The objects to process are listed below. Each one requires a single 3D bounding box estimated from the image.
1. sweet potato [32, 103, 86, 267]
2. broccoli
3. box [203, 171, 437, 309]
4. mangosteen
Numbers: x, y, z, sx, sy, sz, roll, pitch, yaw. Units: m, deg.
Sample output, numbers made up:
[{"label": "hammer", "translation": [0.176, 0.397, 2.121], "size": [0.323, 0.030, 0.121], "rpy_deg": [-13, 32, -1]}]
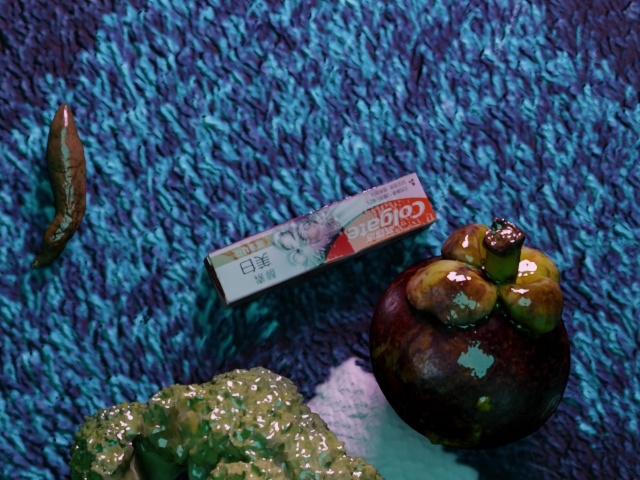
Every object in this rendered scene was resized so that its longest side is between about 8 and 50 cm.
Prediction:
[{"label": "sweet potato", "translation": [-0.235, -0.049, 1.687], "size": [0.041, 0.038, 0.153], "rpy_deg": [6, 88, 15]}, {"label": "broccoli", "translation": [-0.102, 0.241, 1.590], "size": [0.302, 0.186, 0.254], "rpy_deg": [-36, 98, -19]}, {"label": "box", "translation": [0.000, 0.000, 1.719], "size": [0.218, 0.039, 0.055], "rpy_deg": [-21, 84, -12]}, {"label": "mangosteen", "translation": [0.145, 0.076, 1.642], "size": [0.192, 0.217, 0.192], "rpy_deg": [17, 35, -12]}]
